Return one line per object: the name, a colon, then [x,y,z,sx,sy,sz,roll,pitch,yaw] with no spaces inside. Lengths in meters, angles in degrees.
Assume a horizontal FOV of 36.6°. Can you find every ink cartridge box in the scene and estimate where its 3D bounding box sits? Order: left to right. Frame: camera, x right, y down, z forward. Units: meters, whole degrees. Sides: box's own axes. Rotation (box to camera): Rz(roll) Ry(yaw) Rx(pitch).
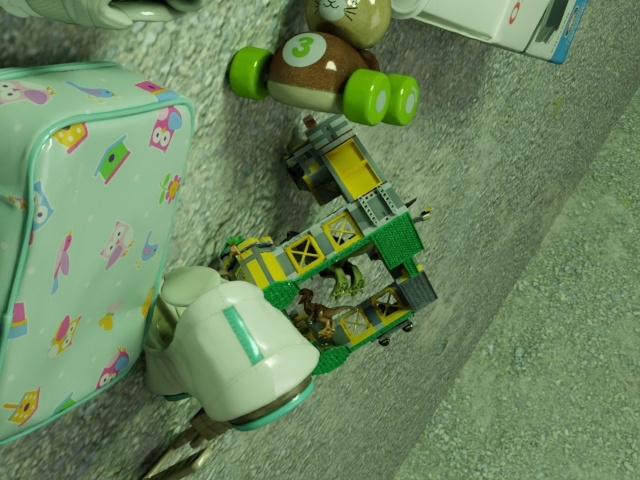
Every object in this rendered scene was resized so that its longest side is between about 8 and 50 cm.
ink cartridge box: [0.249,-0.391,1.232,0.395,0.166,0.285,-14,126,-64]

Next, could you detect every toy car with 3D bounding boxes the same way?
toy car: [0.018,-0.219,0.951,0.149,0.155,0.188,-12,116,-63]

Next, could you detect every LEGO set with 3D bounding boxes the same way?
LEGO set: [0.000,0.000,1.169,0.255,0.192,0.331,-36,149,8]

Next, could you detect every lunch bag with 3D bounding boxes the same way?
lunch bag: [-0.203,0.006,0.741,0.224,0.108,0.279,-34,146,-61]

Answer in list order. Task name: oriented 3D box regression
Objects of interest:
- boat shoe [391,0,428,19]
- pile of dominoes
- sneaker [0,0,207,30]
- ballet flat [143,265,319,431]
boat shoe: [0.078,-0.327,0.979,0.084,0.095,0.258,-97,176,-45]
pile of dominoes: [-0.134,0.196,1.092,0.196,0.040,0.251,-48,-173,-38]
sneaker: [-0.107,-0.208,0.706,0.262,0.121,0.099,-42,150,-43]
ballet flat: [-0.107,0.082,0.912,0.139,0.139,0.400,-59,-166,-11]
